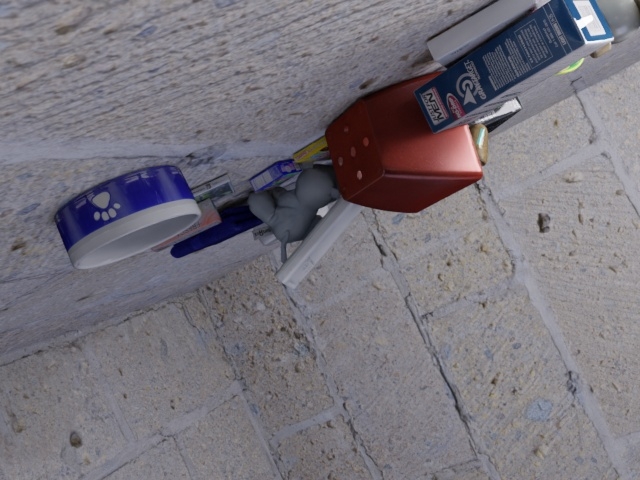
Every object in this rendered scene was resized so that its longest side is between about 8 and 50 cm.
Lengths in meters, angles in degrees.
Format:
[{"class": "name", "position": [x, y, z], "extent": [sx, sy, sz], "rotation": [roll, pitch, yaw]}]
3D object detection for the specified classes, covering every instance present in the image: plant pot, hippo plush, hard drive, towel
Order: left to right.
[{"class": "towel", "position": [-0.299, -0.042, 2.100], "extent": [0.308, 0.076, 0.227], "rotation": [-22, -178, 38]}, {"class": "hippo plush", "position": [-0.066, -0.127, 1.921], "extent": [0.237, 0.234, 0.294], "rotation": [-56, 168, 26]}, {"class": "hard drive", "position": [0.000, 0.000, 1.880], "extent": [0.307, 0.040, 0.203], "rotation": [-50, 170, -3]}, {"class": "plant pot", "position": [0.167, -0.211, 1.578], "extent": [0.235, 0.268, 0.267], "rotation": [-10, 169, -31]}]

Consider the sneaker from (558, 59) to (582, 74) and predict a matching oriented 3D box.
[{"class": "sneaker", "position": [0.551, -0.468, 1.761], "extent": [0.295, 0.109, 0.123], "rotation": [-25, 156, -10]}]

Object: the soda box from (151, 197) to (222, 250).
[{"class": "soda box", "position": [-0.337, -0.037, 1.675], "extent": [0.183, 0.063, 0.058], "rotation": [-25, 177, -4]}]

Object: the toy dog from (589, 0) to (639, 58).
[{"class": "toy dog", "position": [0.588, -0.492, 1.448], "extent": [0.220, 0.161, 0.333], "rotation": [-29, -169, -5]}]

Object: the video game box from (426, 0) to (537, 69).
[{"class": "video game box", "position": [0.322, -0.405, 1.328], "extent": [0.205, 0.048, 0.187], "rotation": [-26, 174, 20]}]

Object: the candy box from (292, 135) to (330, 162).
[{"class": "candy box", "position": [0.016, -0.240, 1.794], "extent": [0.105, 0.027, 0.206], "rotation": [-25, 177, 26]}]

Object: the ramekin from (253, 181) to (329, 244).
[{"class": "ramekin", "position": [-0.105, -0.091, 2.271], "extent": [0.277, 0.135, 0.277], "rotation": [-25, 177, -1]}]

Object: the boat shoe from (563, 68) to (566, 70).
[{"class": "boat shoe", "position": [0.463, -0.423, 1.633], "extent": [0.302, 0.113, 0.103], "rotation": [-12, 172, -27]}]

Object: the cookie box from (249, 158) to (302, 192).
[{"class": "cookie box", "position": [-0.117, -0.169, 1.791], "extent": [0.107, 0.040, 0.091], "rotation": [-27, 177, 35]}]

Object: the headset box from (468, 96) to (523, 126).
[{"class": "headset box", "position": [0.392, -0.348, 1.972], "extent": [0.283, 0.131, 0.246], "rotation": [-25, 177, -8]}]

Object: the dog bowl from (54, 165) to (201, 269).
[{"class": "dog bowl", "position": [-0.374, -0.044, 1.340], "extent": [0.264, 0.104, 0.265], "rotation": [-25, 177, -2]}]

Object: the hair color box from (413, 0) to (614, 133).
[{"class": "hair color box", "position": [0.374, -0.345, 1.353], "extent": [0.347, 0.105, 0.173], "rotation": [-28, 176, 42]}]

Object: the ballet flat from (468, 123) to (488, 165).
[{"class": "ballet flat", "position": [0.326, -0.234, 1.720], "extent": [0.342, 0.116, 0.124], "rotation": [180, -69, -77]}]

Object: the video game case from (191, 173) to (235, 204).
[{"class": "video game case", "position": [-0.296, -0.103, 1.679], "extent": [0.173, 0.022, 0.190], "rotation": [-25, 176, -5]}]
